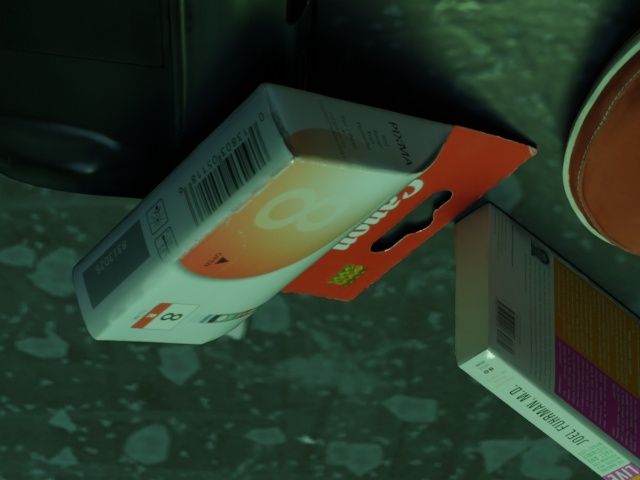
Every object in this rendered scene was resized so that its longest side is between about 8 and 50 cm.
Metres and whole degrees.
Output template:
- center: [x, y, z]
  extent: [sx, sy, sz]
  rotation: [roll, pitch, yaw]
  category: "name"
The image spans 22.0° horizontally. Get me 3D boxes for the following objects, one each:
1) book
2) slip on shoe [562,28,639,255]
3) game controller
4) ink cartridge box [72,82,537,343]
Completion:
- center: [0.122, 0.058, 0.802]
  extent: [0.035, 0.096, 0.144]
  rotation: [-33, 123, 31]
  category: "book"
- center: [0.198, -0.043, 0.637]
  extent: [0.123, 0.101, 0.331]
  rotation: [34, 155, -17]
  category: "slip on shoe"
- center: [-0.084, -0.137, 0.668]
  extent: [0.166, 0.067, 0.319]
  rotation: [14, 135, 11]
  category: "game controller"
- center: [0.000, 0.000, 0.743]
  extent: [0.179, 0.045, 0.145]
  rotation: [11, 140, -43]
  category: "ink cartridge box"
